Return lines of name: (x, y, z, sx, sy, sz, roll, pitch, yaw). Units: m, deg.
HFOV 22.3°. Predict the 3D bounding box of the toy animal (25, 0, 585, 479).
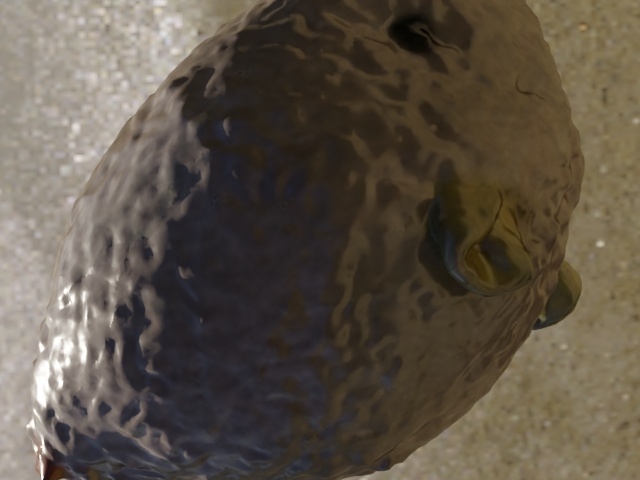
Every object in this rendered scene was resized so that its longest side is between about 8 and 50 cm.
toy animal: (-0.004, 0.006, 0.831, 0.226, 0.188, 0.358, 42, 93, 14)
